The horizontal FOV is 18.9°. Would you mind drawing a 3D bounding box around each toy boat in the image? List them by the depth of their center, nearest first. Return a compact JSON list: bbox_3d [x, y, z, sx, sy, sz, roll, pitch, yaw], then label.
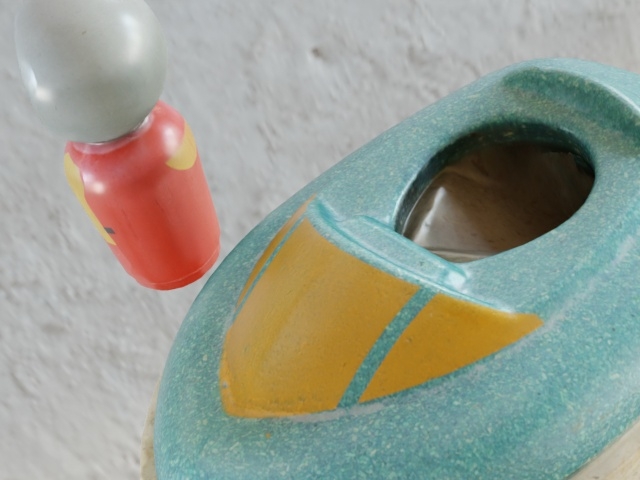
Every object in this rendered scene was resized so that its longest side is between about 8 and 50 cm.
[{"bbox_3d":[0.000,0.000,0.721,0.267,0.148,0.318,-42,45,-24],"label":"toy boat"}]
